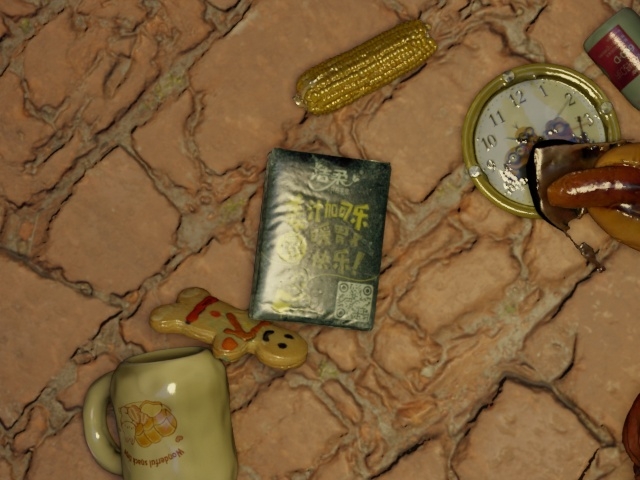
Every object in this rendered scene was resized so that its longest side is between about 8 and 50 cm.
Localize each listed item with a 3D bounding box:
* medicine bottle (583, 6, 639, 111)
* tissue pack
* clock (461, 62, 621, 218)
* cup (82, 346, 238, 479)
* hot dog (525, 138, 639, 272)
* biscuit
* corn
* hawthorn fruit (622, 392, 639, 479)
[{"bbox_3d":[0.484,-0.232,1.558,0.090,0.090,0.216,-39,83,4],"label":"medicine bottle"},{"bbox_3d":[0.000,0.000,1.594,0.185,0.081,0.257,7,86,-11],"label":"tissue pack"},{"bbox_3d":[0.326,-0.146,1.594,0.237,0.057,0.237,0,86,6],"label":"clock"},{"bbox_3d":[-0.238,0.269,1.615,0.173,0.255,0.202,-9,93,-32],"label":"cup"},{"bbox_3d":[0.462,-0.048,1.507,0.326,0.107,0.194,0,92,-4],"label":"hot dog"},{"bbox_3d":[-0.126,0.131,1.598,0.234,0.153,0.030,21,120,17],"label":"biscuit"},{"bbox_3d":[0.068,-0.260,1.624,0.238,0.080,0.080,-25,84,3],"label":"corn"},{"bbox_3d":[0.568,0.295,1.439,0.298,0.277,0.277,-15,85,-9],"label":"hawthorn fruit"}]
